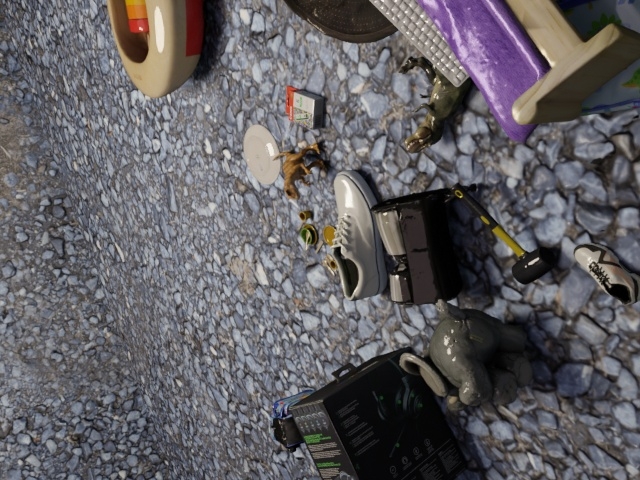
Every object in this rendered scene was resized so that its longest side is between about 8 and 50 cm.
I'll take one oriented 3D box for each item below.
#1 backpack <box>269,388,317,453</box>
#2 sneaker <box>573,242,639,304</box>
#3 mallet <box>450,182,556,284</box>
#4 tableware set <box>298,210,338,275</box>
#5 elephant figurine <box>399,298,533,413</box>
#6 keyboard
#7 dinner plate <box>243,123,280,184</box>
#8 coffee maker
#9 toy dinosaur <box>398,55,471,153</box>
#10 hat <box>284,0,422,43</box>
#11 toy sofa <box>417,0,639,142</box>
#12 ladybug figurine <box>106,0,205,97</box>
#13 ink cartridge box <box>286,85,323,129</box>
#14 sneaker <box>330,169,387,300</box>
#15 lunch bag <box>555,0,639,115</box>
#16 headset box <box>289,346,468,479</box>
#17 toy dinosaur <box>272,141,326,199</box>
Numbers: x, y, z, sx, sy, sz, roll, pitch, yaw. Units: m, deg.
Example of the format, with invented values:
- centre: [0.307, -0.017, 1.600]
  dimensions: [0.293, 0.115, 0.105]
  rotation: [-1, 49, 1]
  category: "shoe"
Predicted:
- centre: [-0.054, 0.441, 1.417]
  dimensions: [0.173, 0.158, 0.117]
  rotation: [-27, 77, 64]
  category: "backpack"
- centre: [0.388, 0.044, 0.771]
  dimensions: [0.109, 0.043, 0.040]
  rotation: [44, 138, 31]
  category: "sneaker"
- centre: [0.266, -0.010, 0.868]
  dimensions: [0.189, 0.039, 0.062]
  rotation: [41, 136, 11]
  category: "mallet"
- centre: [0.000, 0.000, 1.239]
  dimensions: [0.154, 0.024, 0.104]
  rotation: [54, 140, 19]
  category: "tableware set"
- centre: [0.222, 0.207, 0.968]
  dimensions: [0.239, 0.169, 0.186]
  rotation: [146, 122, -64]
  category: "elephant figurine"
- centre: [0.128, -0.329, 0.795]
  dimensions: [0.256, 0.014, 0.072]
  rotation: [43, 131, -6]
  category: "keyboard"
- centre: [-0.142, -0.198, 1.325]
  dimensions: [0.141, 0.017, 0.141]
  rotation: [27, 128, 41]
  category: "dinner plate"
- centre: [0.179, 0.012, 0.948]
  dimensions: [0.171, 0.120, 0.179]
  rotation: [-5, 104, 50]
  category: "coffee maker"
- centre: [0.186, -0.260, 0.861]
  dimensions: [0.118, 0.064, 0.268]
  rotation: [41, 134, 10]
  category: "toy dinosaur"
- centre: [0.068, -0.470, 0.823]
  dimensions: [0.331, 0.134, 0.332]
  rotation: [13, 128, 18]
  category: "hat"
- centre: [0.168, -0.287, 0.628]
  dimensions: [0.177, 0.150, 0.363]
  rotation: [-40, 75, 37]
  category: "toy sofa"
- centre: [-0.377, -0.563, 1.315]
  dimensions: [0.305, 0.161, 0.450]
  rotation: [27, 127, 42]
  category: "ladybug figurine"
- centre: [-0.042, -0.271, 1.156]
  dimensions: [0.115, 0.029, 0.063]
  rotation: [31, 129, 38]
  category: "ink cartridge box"
- centre: [0.064, -0.005, 1.101]
  dimensions: [0.094, 0.091, 0.258]
  rotation: [-3, 105, 51]
  category: "sneaker"
- centre: [0.346, -0.239, 0.654]
  dimensions: [0.218, 0.090, 0.176]
  rotation: [3, 106, 49]
  category: "lunch bag"
- centre: [0.109, 0.373, 1.100]
  dimensions: [0.131, 0.246, 0.283]
  rotation: [-33, 81, 51]
  category: "headset box"
- centre: [-0.052, -0.162, 1.175]
  dimensions: [0.212, 0.112, 0.064]
  rotation: [-101, -8, -57]
  category: "toy dinosaur"
